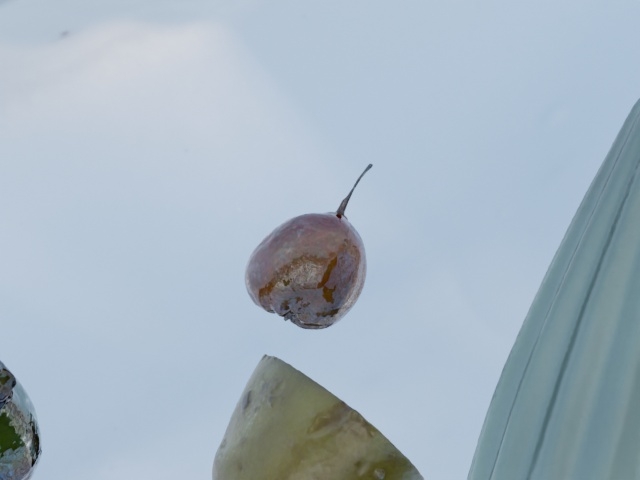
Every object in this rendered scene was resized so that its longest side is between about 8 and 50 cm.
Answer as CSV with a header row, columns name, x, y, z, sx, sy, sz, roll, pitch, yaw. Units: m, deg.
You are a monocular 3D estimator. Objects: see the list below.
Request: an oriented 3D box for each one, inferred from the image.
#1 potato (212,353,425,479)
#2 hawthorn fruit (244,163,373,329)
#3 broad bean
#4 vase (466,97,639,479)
name,x,y,z,sx,sy,sz,roll,pitch,yaw
potato,-0.022,0.212,0.887,0.158,0.203,0.178,-52,136,-15
hawthorn fruit,0.000,0.000,0.581,0.067,0.066,0.103,41,68,-54
broad bean,-0.209,0.136,0.565,0.077,0.061,0.339,16,139,-23
vase,0.137,0.053,0.413,0.128,0.248,0.128,16,163,5
